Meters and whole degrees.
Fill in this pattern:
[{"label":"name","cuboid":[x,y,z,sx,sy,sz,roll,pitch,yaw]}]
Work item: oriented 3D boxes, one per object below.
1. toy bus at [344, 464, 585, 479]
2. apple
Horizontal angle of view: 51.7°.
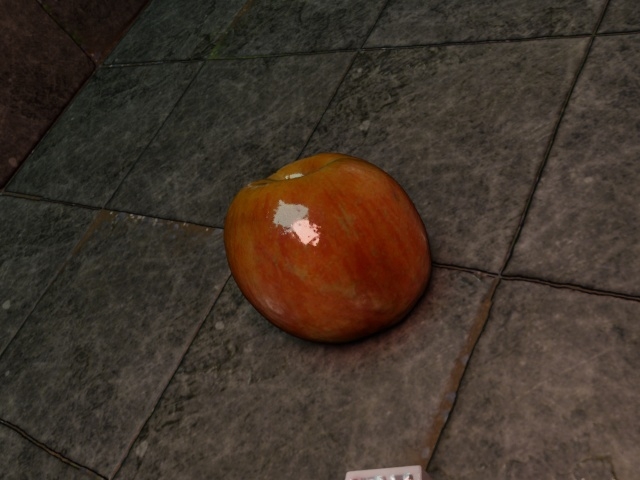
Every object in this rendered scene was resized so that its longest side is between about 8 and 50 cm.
[{"label":"toy bus","cuboid":[0.165,0.327,0.725,0.302,0.113,0.139,-12,50,22]},{"label":"apple","cuboid":[0.000,0.000,0.980,0.301,0.301,0.301,-18,48,21]}]
